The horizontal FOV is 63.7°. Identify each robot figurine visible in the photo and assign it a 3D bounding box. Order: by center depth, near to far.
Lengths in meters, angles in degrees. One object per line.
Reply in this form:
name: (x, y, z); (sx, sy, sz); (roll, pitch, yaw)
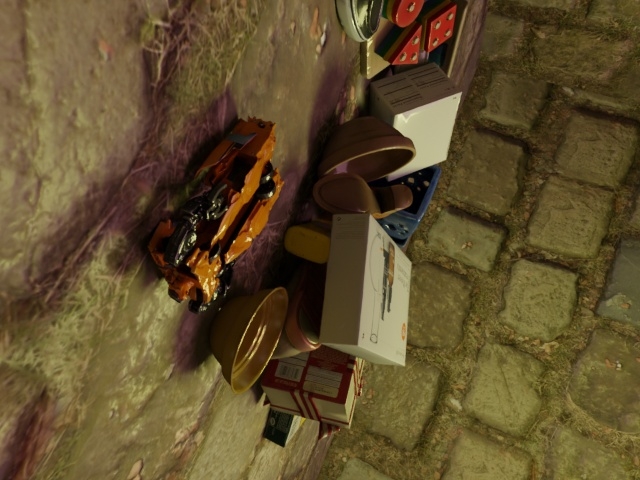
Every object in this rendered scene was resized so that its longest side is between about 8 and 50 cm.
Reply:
robot figurine: (-0.146, -0.035, 0.759); (0.211, 0.085, 0.291); (87, 27, -54)

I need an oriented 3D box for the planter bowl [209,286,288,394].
planter bowl: (-0.151, 0.175, 0.991); (0.217, 0.091, 0.217); (20, 90, -75)

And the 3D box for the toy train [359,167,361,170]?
toy train: (0.105, -0.233, 1.377); (0.105, 0.080, 0.184); (56, 56, -78)

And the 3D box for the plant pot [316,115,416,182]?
plant pot: (0.096, -0.215, 1.209); (0.237, 0.238, 0.109); (27, 45, -74)

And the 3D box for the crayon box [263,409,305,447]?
crayon box: (-0.066, 0.507, 1.705); (0.318, 0.081, 0.202); (-25, 133, -68)

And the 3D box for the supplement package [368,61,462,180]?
supplement package: (0.255, -0.331, 1.461); (0.204, 0.145, 0.261); (-22, 147, -12)

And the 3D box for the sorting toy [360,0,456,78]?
sorting toy: (0.214, -0.523, 1.189); (0.255, 0.089, 0.257); (-39, 154, -17)

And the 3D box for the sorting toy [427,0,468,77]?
sorting toy: (0.316, -0.628, 1.422); (0.041, 0.229, 0.307); (-16, 135, -24)

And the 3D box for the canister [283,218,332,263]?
canister: (0.000, 0.000, 1.223); (0.170, 0.126, 0.073); (-17, 125, -68)

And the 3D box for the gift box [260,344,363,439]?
gift box: (-0.022, 0.360, 1.370); (0.258, 0.255, 0.276); (80, 27, -57)

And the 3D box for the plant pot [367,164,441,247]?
plant pot: (0.216, -0.125, 1.612); (0.212, 0.236, 0.235); (98, 18, -56)

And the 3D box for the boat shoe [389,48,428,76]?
boat shoe: (0.256, -0.594, 1.390); (0.113, 0.127, 0.339); (-112, -160, -47)

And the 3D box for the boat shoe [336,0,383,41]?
boat shoe: (0.102, -0.507, 0.945); (0.335, 0.119, 0.121); (83, 31, -59)

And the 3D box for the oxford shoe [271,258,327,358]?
oxford shoe: (-0.058, 0.143, 1.264); (0.140, 0.147, 0.397); (58, 22, -12)

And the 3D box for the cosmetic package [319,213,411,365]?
cosmetic package: (0.123, 0.134, 1.223); (0.377, 0.098, 0.284); (38, 56, -60)

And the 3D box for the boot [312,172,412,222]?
boot: (0.057, -0.093, 1.274); (0.284, 0.220, 0.108); (-8, 87, -34)
